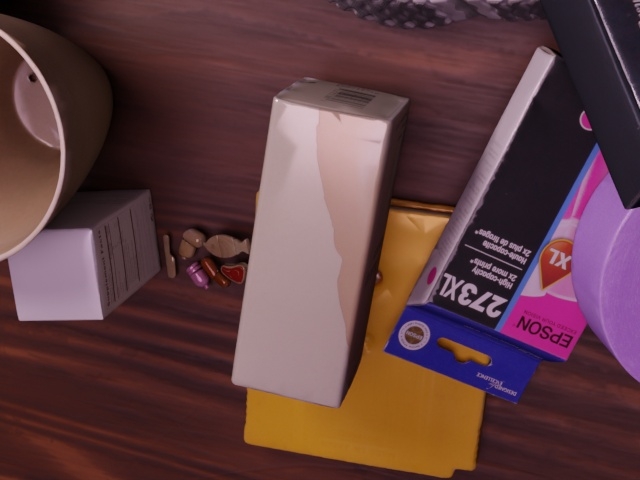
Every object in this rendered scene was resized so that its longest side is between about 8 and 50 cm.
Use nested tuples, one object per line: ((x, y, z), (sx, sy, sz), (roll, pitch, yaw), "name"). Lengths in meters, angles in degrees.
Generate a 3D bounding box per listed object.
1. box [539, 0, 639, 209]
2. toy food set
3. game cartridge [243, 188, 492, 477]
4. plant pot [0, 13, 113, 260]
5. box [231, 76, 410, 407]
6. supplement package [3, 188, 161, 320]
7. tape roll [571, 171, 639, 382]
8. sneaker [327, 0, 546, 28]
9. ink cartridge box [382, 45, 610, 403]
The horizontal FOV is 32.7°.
((0.400, -0.237, 0.913), (0.395, 0.212, 0.294), (-20, 80, 5), "box")
((-0.128, 0.024, 1.285), (0.122, 0.019, 0.078), (9, 114, 29), "toy food set")
((0.057, 0.108, 1.266), (0.285, 0.053, 0.324), (8, 110, 10), "game cartridge")
((-0.331, -0.130, 1.162), (0.256, 0.274, 0.257), (3, 106, 12), "plant pot")
((0.000, 0.000, 1.143), (0.121, 0.148, 0.311), (12, 110, 8), "box")
((-0.265, 0.013, 1.239), (0.105, 0.179, 0.105), (-1, 106, 14), "supplement package")
((0.397, 0.024, 1.094), (0.274, 0.090, 0.275), (-2, 110, -5), "tape roll")
((0.128, -0.286, 1.121), (0.281, 0.105, 0.115), (2, 84, 10), "sneaker")
((0.224, 0.001, 1.148), (0.175, 0.069, 0.371), (22, 107, -12), "ink cartridge box")
